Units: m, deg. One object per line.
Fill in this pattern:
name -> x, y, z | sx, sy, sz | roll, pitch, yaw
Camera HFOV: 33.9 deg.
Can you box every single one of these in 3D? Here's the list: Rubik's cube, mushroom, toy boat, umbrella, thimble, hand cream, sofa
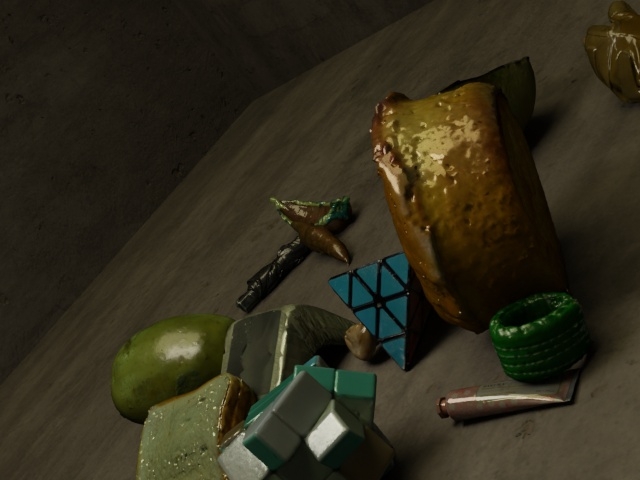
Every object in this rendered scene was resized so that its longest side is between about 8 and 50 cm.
Rubik's cube -> 0.107, 0.080, 1.784 | 0.178, 0.211, 0.190 | 12, 18, 26
mushroom -> 0.117, 0.120, 1.841 | 0.097, 0.088, 0.212 | 4, 47, 48
toy boat -> -0.018, -0.064, 2.545 | 0.108, 0.099, 0.293 | -47, 27, -22
umbrella -> -0.110, 0.074, 2.448 | 0.236, 0.059, 0.066 | -45, 1, -22
thimble -> 0.299, 0.128, 1.428 | 0.130, 0.090, 0.118 | -18, 14, 9
Rubik's cube -> -0.005, 0.296, 1.461 | 0.265, 0.224, 0.213 | -40, 2, 4
hand cream -> 0.253, 0.214, 1.436 | 0.210, 0.043, 0.067 | -18, 22, 35
sofa -> -0.062, 0.244, 1.911 | 0.210, 0.176, 0.225 | -22, 53, 42

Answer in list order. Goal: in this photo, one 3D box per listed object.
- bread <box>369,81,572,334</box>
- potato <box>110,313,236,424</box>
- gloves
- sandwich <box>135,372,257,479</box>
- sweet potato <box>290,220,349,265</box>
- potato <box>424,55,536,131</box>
bread -> 0.220, -0.058, 1.582 | 0.215, 0.398, 0.398 | -18, 24, 18
potato -> -0.291, 0.256, 2.129 | 0.304, 0.216, 0.216 | -33, 19, 27
gloves -> 0.581, -0.343, 1.961 | 0.141, 0.154, 0.331 | -37, 25, 0
sandwich -> -0.216, 0.356, 1.805 | 0.251, 0.087, 0.226 | -28, 43, 36
sweet potato -> 0.000, 0.000, 2.361 | 0.067, 0.067, 0.274 | -42, 28, -8
potato -> 0.328, -0.231, 2.160 | 0.280, 0.212, 0.330 | -25, 4, -16
